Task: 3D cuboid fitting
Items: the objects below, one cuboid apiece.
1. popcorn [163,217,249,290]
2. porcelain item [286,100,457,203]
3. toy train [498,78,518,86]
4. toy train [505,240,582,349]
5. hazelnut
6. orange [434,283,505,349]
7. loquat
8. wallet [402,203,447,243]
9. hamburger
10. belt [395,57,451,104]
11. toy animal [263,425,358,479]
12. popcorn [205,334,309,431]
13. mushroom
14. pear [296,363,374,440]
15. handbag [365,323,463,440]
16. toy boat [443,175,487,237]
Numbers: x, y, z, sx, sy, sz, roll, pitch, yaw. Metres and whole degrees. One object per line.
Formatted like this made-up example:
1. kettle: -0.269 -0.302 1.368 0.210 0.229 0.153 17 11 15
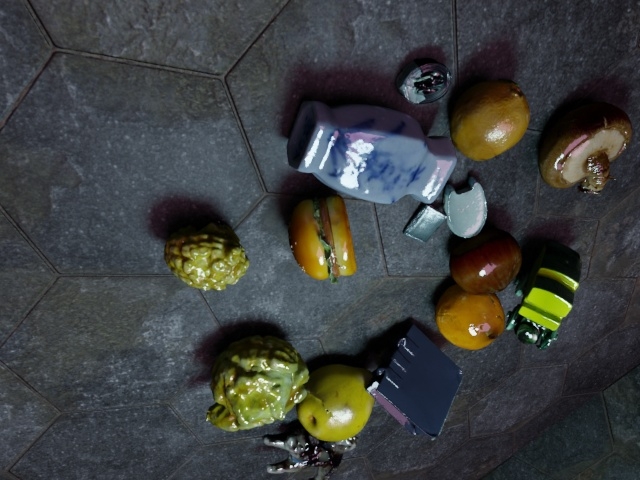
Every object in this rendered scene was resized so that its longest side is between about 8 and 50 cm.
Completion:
1. popcorn: -0.294 0.034 1.242 0.218 0.189 0.169 23 108 -28
2. porcelain item: 0.129 -0.220 1.215 0.405 0.178 0.242 10 122 -25
3. toy train: 0.491 -0.344 1.355 0.044 0.042 0.209 -1 126 -21
4. toy train: 0.794 0.177 1.693 0.442 0.179 0.272 -41 152 -50
5. hazelnut: 0.556 0.067 1.589 0.251 0.217 0.217 -28 135 -28
6. orange: 0.537 0.266 1.719 0.246 0.246 0.246 -11 130 -14
7. loquat: 0.436 -0.310 1.262 0.176 0.187 0.234 2 156 -27
8. wallet: 0.327 -0.053 1.514 0.088 0.026 0.129 25 124 -15
9. hamburger: 0.000 -0.002 1.295 0.170 0.246 0.246 -10 131 3
10. belt: 0.260 -0.399 1.207 0.140 0.058 0.105 -18 128 -8
11. toy animal: -0.027 0.854 1.992 0.302 0.194 0.344 -34 134 13
12. popcorn: -0.209 0.446 1.535 0.335 0.274 0.279 -8 126 -17
13. mushroom: 0.799 -0.279 1.460 0.297 0.163 0.278 -26 123 -2
14. pear: 0.063 0.585 1.788 0.285 0.285 0.336 -51 172 19
15. handbag: 0.342 0.513 1.770 0.329 0.303 0.122 44 148 -12
16. toy boat: 0.452 -0.105 1.519 0.134 0.079 0.208 -22 121 -2
